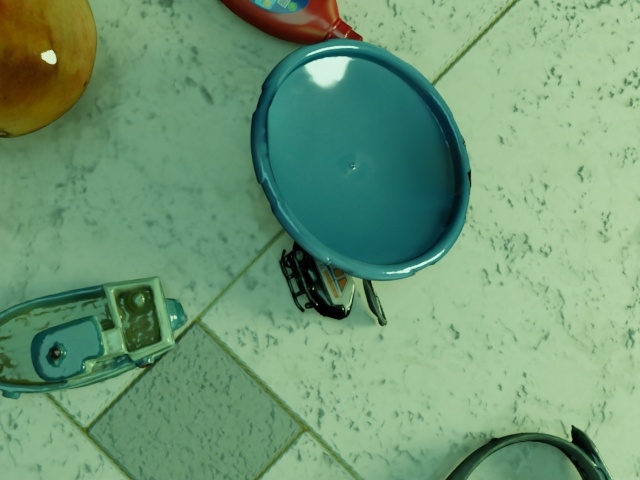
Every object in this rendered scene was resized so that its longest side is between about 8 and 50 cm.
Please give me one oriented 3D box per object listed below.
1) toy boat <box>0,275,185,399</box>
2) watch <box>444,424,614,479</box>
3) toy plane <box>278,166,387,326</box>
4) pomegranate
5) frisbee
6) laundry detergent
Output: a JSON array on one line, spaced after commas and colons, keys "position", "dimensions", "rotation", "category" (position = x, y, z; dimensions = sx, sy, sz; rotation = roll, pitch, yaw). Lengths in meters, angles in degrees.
[{"position": [-0.232, 0.088, 0.857], "dimensions": [0.215, 0.102, 0.088], "rotation": [-14, 81, -6], "category": "toy boat"}, {"position": [0.200, 0.286, 0.880], "dimensions": [0.193, 0.068, 0.206], "rotation": [-28, 83, -7], "category": "watch"}, {"position": [-0.001, 0.000, 0.914], "dimensions": [0.078, 0.053, 0.197], "rotation": [-17, 84, -19], "category": "toy plane"}, {"position": [-0.299, -0.184, 0.854], "dimensions": [0.191, 0.191, 0.191], "rotation": [1, 82, -4], "category": "pomegranate"}, {"position": [0.039, -0.076, 0.904], "dimensions": [0.242, 0.045, 0.242], "rotation": [10, 68, -27], "category": "frisbee"}, {"position": [-0.026, -0.242, 0.948], "dimensions": [0.165, 0.049, 0.097], "rotation": [35, 77, -1], "category": "laundry detergent"}]
